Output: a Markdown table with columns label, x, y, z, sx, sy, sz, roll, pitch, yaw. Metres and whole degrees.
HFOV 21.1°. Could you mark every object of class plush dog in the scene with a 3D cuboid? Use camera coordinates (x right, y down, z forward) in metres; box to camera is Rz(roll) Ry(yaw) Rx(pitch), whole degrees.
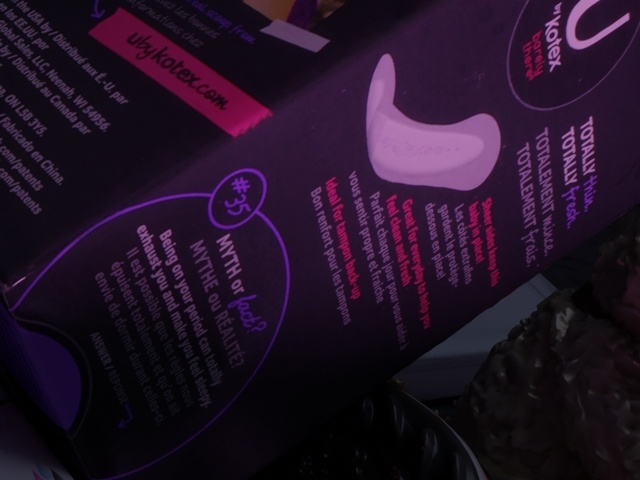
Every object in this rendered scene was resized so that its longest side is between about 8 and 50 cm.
| label | x | y | z | sx | sy | sz | roll | pitch | yaw |
| --- | --- | --- | --- | --- | --- | --- | --- | --- | --- |
| plush dog | 0.156 | 0.060 | 0.787 | 0.211 | 0.225 | 0.262 | 41 | 8 | 19 |

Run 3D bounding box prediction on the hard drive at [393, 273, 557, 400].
| label | x | y | z | sx | sy | sz | roll | pitch | yaw |
| --- | --- | --- | --- | --- | --- | --- | --- | --- | --- |
| hard drive | 0.000 | 0.000 | 0.982 | 0.233 | 0.047 | 0.353 | 45 | 22 | 25 |

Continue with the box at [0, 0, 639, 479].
| label | x | y | z | sx | sy | sz | roll | pitch | yaw |
| --- | --- | --- | --- | --- | --- | --- | --- | --- | --- |
| box | -0.015 | -0.043 | 0.627 | 0.143 | 0.270 | 0.165 | 43 | -22 | 37 |

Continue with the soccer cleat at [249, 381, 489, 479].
| label | x | y | z | sx | sy | sz | roll | pitch | yaw |
| --- | --- | --- | --- | --- | --- | --- | --- | --- | --- |
| soccer cleat | -0.038 | 0.060 | 0.741 | 0.318 | 0.108 | 0.116 | 40 | -10 | 35 |

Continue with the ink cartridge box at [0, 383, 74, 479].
| label | x | y | z | sx | sy | sz | roll | pitch | yaw |
| --- | --- | --- | --- | --- | --- | --- | --- | --- | --- |
| ink cartridge box | -0.156 | 0.070 | 0.543 | 0.198 | 0.067 | 0.115 | 46 | 22 | 27 |
